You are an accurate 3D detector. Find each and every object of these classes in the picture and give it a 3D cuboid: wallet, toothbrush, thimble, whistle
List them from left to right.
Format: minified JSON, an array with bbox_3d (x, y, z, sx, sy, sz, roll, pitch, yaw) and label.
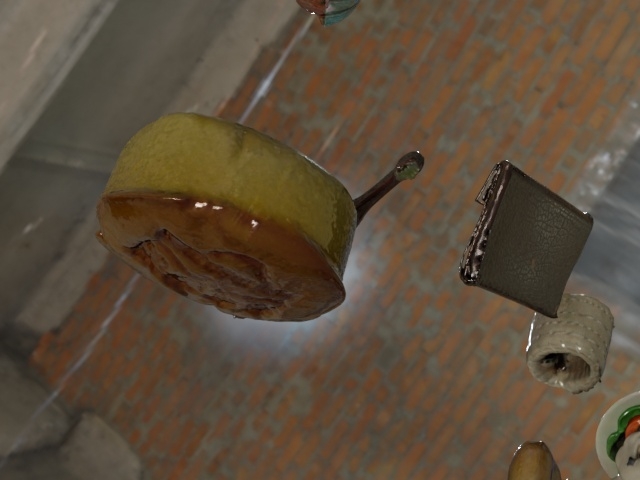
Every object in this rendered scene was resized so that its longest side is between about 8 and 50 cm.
[{"bbox_3d":[0.000,-0.001,1.281,0.041,0.041,0.364,-26,-9,-48],"label":"toothbrush"},{"bbox_3d":[0.017,-0.474,1.857,0.346,0.134,0.142,-88,-20,-51],"label":"whistle"},{"bbox_3d":[0.225,0.004,1.219,0.243,0.039,0.132,20,-90,-57],"label":"wallet"},{"bbox_3d":[0.319,0.132,1.430,0.115,0.102,0.090,78,-153,-53],"label":"thimble"}]

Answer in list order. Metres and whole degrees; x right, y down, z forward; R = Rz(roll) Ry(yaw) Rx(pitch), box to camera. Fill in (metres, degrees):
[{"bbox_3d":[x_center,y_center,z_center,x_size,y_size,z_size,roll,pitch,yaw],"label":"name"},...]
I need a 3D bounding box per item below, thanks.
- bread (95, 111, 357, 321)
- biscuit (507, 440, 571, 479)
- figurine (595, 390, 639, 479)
[{"bbox_3d":[-0.094,-0.013,1.116,0.270,0.270,0.148,67,-143,-63],"label":"bread"},{"bbox_3d":[0.271,0.413,1.366,0.237,0.062,0.290,47,-133,-50],"label":"biscuit"},{"bbox_3d":[0.321,0.227,1.041,0.132,0.132,0.153,-66,-4,25],"label":"figurine"}]
